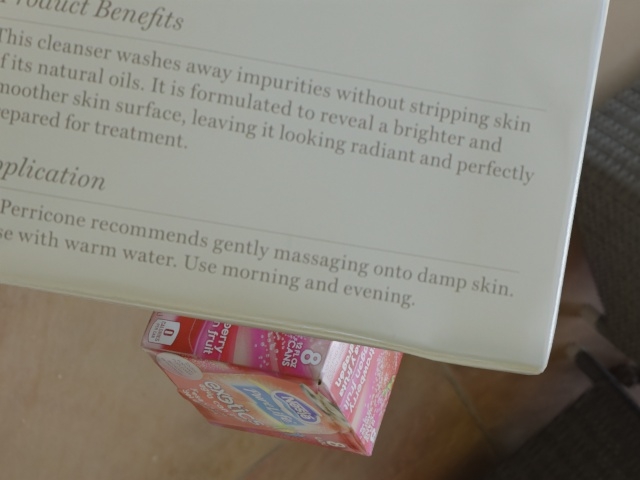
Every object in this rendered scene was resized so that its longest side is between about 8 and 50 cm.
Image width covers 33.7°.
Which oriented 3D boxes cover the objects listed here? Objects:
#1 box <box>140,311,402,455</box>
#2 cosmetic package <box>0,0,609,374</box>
[{"bbox_3d":[0.000,0.000,0.719,0.123,0.128,0.257,62,42,-52],"label":"box"},{"bbox_3d":[0.001,-0.159,0.406,0.217,0.156,0.385,11,89,-2],"label":"cosmetic package"}]
